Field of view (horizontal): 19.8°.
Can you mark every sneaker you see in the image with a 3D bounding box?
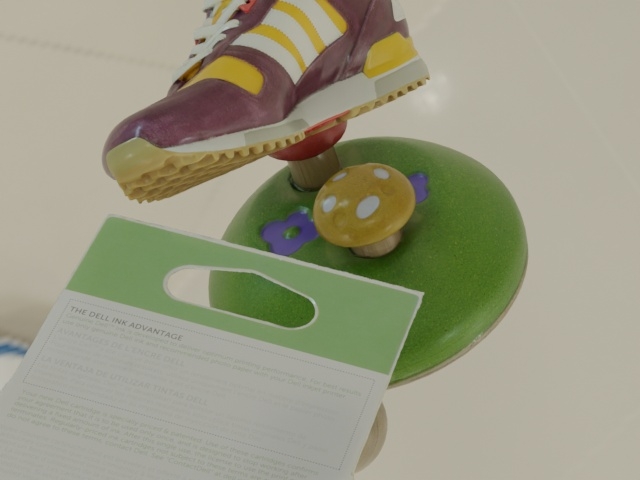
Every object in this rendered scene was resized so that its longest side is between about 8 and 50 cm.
[{"bbox_3d":[-0.032,-0.075,0.741,0.070,0.083,0.185,-21,-176,38],"label":"sneaker"}]

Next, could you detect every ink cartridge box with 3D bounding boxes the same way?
[{"bbox_3d":[-0.065,0.098,0.827,0.171,0.235,0.056,14,132,11],"label":"ink cartridge box"}]

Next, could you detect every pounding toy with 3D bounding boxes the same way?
[{"bbox_3d":[0.000,0.000,0.984,0.237,0.183,0.110,-53,140,-33],"label":"pounding toy"}]
